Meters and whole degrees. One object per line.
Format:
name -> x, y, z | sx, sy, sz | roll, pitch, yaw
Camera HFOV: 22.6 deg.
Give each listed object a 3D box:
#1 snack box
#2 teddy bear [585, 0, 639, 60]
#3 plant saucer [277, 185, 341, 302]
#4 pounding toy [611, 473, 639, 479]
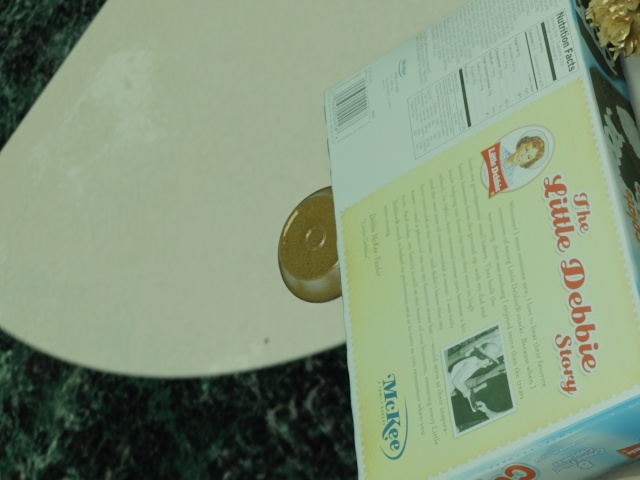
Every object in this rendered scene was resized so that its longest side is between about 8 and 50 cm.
snack box -> 0.100, -0.002, 0.927 | 0.187, 0.060, 0.322 | -29, 46, 28
teddy bear -> 0.288, -0.127, 0.825 | 0.245, 0.113, 0.338 | -44, 51, 14
plant saucer -> 0.000, 0.000, 1.074 | 0.083, 0.015, 0.083 | -16, 64, 35
pounding toy -> 0.219, 0.142, 0.710 | 0.181, 0.206, 0.094 | -17, 63, 33
